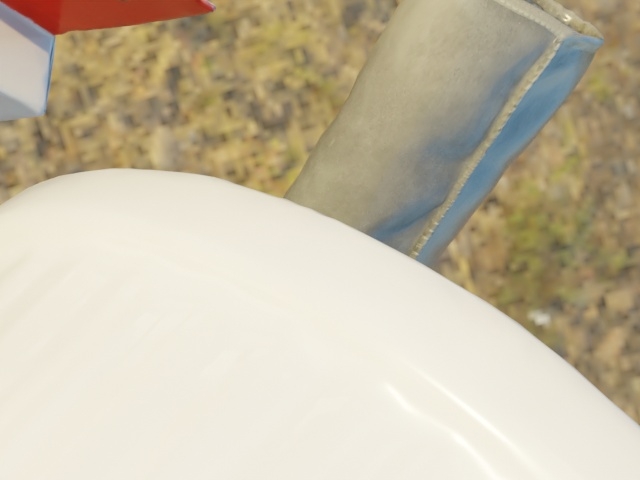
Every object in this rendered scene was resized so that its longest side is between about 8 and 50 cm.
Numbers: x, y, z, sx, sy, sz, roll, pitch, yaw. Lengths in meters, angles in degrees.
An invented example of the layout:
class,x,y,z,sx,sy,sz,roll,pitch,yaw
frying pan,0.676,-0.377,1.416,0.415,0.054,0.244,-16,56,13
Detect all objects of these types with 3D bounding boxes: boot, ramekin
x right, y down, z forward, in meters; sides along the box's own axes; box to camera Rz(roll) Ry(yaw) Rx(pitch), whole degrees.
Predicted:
class,x,y,z,sx,sy,sz,roll,pitch,yaw
boot,-0.002,-0.002,0.647,0.076,0.208,0.190,46,21,14
ramekin,-0.025,0.129,0.407,0.127,0.273,0.272,-41,119,-35

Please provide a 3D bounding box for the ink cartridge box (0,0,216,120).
class,x,y,z,sx,sy,sz,roll,pitch,yaw
ink cartridge box,-0.228,-0.136,1.022,0.275,0.239,0.060,31,62,-54
